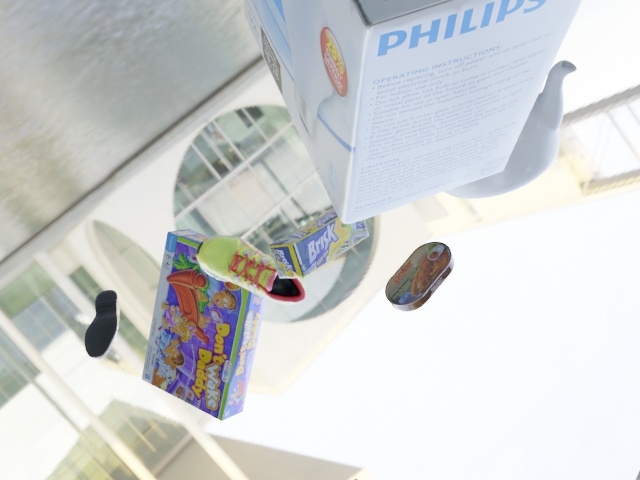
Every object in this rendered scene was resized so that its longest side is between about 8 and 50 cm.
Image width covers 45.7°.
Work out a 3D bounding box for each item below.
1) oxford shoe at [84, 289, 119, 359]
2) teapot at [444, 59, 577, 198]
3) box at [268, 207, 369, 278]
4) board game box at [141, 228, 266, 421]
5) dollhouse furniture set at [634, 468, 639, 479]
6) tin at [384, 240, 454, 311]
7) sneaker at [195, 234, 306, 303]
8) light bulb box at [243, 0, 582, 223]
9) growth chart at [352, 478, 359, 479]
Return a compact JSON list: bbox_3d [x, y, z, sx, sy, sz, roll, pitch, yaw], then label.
[{"bbox_3d":[-0.522,0.218,1.859,0.076,0.076,0.212,-4,-141,2],"label":"oxford shoe"},{"bbox_3d":[0.270,-0.204,1.295,0.256,0.187,0.252,-33,-149,-10],"label":"teapot"},{"bbox_3d":[0.000,0.000,1.182,0.054,0.059,0.169,-4,-160,44],"label":"box"},{"bbox_3d":[-0.245,0.175,1.624,0.078,0.233,0.347,-10,115,-59],"label":"board game box"},{"bbox_3d":[0.733,0.403,1.403,0.198,0.286,0.303,27,-142,30],"label":"dollhouse furniture set"},{"bbox_3d":[0.226,0.082,1.723,0.189,0.040,0.106,-47,-134,-15],"label":"tin"},{"bbox_3d":[-0.109,0.051,1.282,0.081,0.209,0.094,-67,-159,-2],"label":"sneaker"},{"bbox_3d":[0.066,-0.271,0.825,0.225,0.358,0.361,-20,157,-10],"label":"light bulb box"},{"bbox_3d":[0.031,0.514,1.184,0.237,0.172,0.021,-44,172,1],"label":"growth chart"}]
